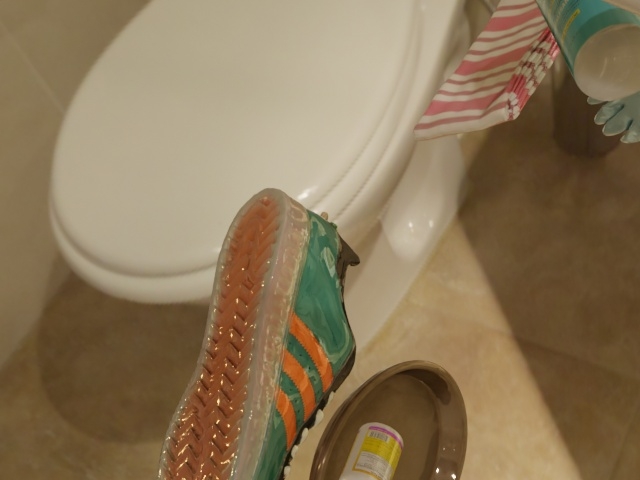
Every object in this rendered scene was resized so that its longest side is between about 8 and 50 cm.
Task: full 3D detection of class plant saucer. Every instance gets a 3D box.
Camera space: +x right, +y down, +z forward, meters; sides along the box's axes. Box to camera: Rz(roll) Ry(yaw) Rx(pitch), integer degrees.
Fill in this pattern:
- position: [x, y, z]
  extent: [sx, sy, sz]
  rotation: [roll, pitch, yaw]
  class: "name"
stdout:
- position: [0.083, 0.278, 1.130]
  extent: [0.041, 0.278, 0.278]
  rotation: [15, 62, 45]
  class: "plant saucer"

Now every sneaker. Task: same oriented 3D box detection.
- position: [-0.032, 0.115, 0.711]
  extent: [0.108, 0.121, 0.302]
  rotation: [-11, 59, 49]
  class: "sneaker"

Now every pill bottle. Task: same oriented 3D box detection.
- position: [0.042, 0.204, 0.802]
  extent: [0.043, 0.043, 0.083]
  rotation: [7, 42, 21]
  class: "pill bottle"

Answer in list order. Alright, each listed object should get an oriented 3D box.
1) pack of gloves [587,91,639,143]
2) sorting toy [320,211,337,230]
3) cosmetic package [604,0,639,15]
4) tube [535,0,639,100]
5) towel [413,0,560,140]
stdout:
- position: [0.377, -0.107, 0.911]
  extent: [0.195, 0.232, 0.046]
  rotation: [37, 69, -2]
  class: "pack of gloves"
- position: [0.000, 0.000, 0.974]
  extent: [0.012, 0.062, 0.083]
  rotation: [22, 49, 15]
  class: "sorting toy"
- position: [0.073, -0.236, 0.302]
  extent: [0.453, 0.230, 0.161]
  rotation: [13, 44, -26]
  class: "cosmetic package"
- position: [0.176, -0.170, 0.630]
  extent: [0.052, 0.080, 0.207]
  rotation: [8, 37, -9]
  class: "tube"
- position: [0.159, -0.168, 0.768]
  extent: [0.197, 0.029, 0.144]
  rotation: [-56, 17, -15]
  class: "towel"
